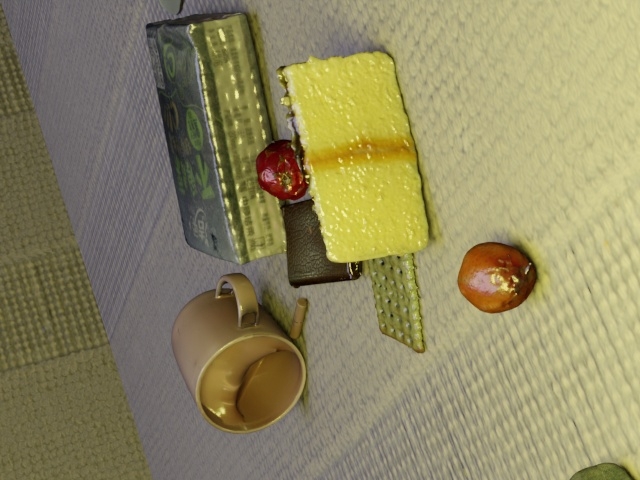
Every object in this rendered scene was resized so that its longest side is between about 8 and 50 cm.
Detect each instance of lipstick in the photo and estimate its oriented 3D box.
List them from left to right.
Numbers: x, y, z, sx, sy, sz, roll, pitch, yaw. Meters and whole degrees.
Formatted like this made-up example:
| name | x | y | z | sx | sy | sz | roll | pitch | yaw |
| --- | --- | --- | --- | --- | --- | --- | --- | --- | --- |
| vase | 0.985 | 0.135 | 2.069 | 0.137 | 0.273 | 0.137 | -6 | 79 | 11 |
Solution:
| name | x | y | z | sx | sy | sz | roll | pitch | yaw |
| --- | --- | --- | --- | --- | --- | --- | --- | --- | --- |
| lipstick | -0.036 | 0.127 | 2.310 | 0.094 | 0.019 | 0.019 | 103 | 147 | -50 |

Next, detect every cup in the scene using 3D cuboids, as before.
| name | x | y | z | sx | sy | sz | roll | pitch | yaw |
| --- | --- | --- | --- | --- | --- | --- | --- | --- | --- |
| cup | -0.148 | 0.166 | 2.392 | 0.200 | 0.191 | 0.253 | -130 | 36 | -55 |

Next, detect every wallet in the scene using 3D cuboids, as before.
| name | x | y | z | sx | sy | sz | roll | pitch | yaw |
| --- | --- | --- | --- | --- | --- | --- | --- | --- | --- |
| wallet | 0.000 | 0.000 | 2.118 | 0.243 | 0.039 | 0.133 | 167 | 96 | -70 |

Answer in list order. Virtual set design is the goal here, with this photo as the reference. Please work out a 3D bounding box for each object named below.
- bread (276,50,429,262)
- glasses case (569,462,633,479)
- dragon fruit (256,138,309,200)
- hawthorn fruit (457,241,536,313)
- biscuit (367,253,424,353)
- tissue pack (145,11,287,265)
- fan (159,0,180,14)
| name | x | y | z | sx | sy | sz | roll | pitch | yaw |
| --- | --- | --- | --- | --- | --- | --- | --- | --- | --- |
| bread | 0.054 | -0.106 | 1.803 | 0.178 | 0.142 | 0.266 | -9 | -92 | -74 |
| glasses case | 0.288 | 0.376 | 1.564 | 0.323 | 0.074 | 0.131 | 102 | 146 | -50 |
| dragon fruit | -0.055 | -0.104 | 2.135 | 0.190 | 0.094 | 0.094 | 147 | 109 | -86 |
| hawthorn fruit | 0.200 | 0.041 | 1.576 | 0.093 | 0.081 | 0.081 | 7 | 109 | 65 |
| biscuit | 0.097 | 0.047 | 1.926 | 0.144 | 0.016 | 0.203 | -153 | 51 | -64 |
| tissue pack | -0.175 | -0.172 | 2.334 | 0.288 | 0.124 | 0.394 | -161 | 59 | -68 |
| fan | -0.271 | -0.560 | 2.486 | 0.415 | 0.012 | 0.233 | 109 | 141 | -60 |
